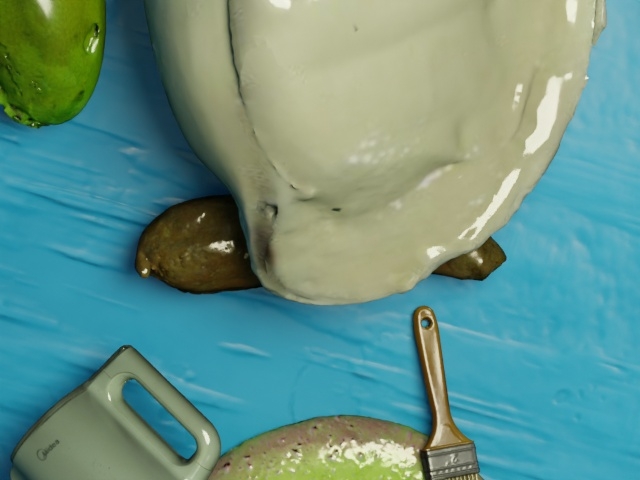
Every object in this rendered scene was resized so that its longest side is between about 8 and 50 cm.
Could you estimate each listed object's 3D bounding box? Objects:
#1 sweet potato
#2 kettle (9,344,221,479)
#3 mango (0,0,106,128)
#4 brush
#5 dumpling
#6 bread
[{"bbox_3d":[0.000,0.000,1.313,0.273,0.075,0.075,-1,99,-6],"label":"sweet potato"},{"bbox_3d":[-0.141,0.175,1.296,0.148,0.098,0.127,47,133,10],"label":"kettle"},{"bbox_3d":[-0.208,-0.168,1.264,0.119,0.100,0.178,-3,110,37],"label":"mango"},{"bbox_3d":[0.092,0.132,1.343,0.043,0.014,0.170,-8,83,-15],"label":"brush"},{"bbox_3d":[0.040,-0.153,1.204,0.315,0.233,0.395,-6,96,0],"label":"dumpling"},{"bbox_3d":[0.009,0.277,1.368,0.301,0.045,0.301,0,97,-2],"label":"bread"}]
